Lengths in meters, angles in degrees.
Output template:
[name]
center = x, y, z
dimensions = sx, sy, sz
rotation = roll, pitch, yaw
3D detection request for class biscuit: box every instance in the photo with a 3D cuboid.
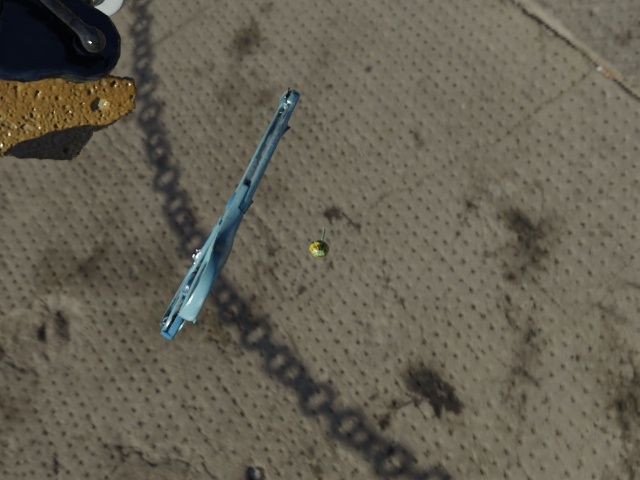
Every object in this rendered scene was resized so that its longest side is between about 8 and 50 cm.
[biscuit]
center = -0.387, -0.180, 1.300
dimensions = 0.237, 0.131, 0.026
rotation = -1, 26, -18

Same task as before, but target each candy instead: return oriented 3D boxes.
[candy]
center = 0.000, 0.000, 1.182
dimensions = 0.025, 0.023, 0.083
rotation = -17, 21, 10

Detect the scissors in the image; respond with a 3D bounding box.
[scissors]
center = -0.117, -0.040, 1.235
dimensions = 0.032, 0.180, 0.393
rotation = 29, 74, -14

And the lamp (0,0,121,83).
[lamp]
center = -0.367, -0.241, 0.739
dimensions = 0.374, 0.272, 0.205
rotation = -10, 10, -22

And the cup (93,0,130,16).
[cup]
center = -0.493, -0.590, 1.838
dimensions = 0.347, 0.347, 0.163
rotation = 13, 55, 23
